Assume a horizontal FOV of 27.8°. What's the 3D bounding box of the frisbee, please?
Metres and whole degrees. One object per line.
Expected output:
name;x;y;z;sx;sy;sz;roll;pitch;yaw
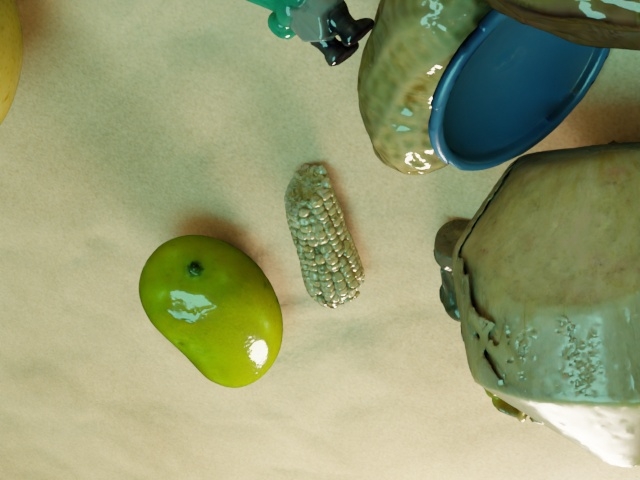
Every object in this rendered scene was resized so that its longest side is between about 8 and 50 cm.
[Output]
frisbee;0.200;-0.175;1.317;0.045;0.242;0.242;47;152;33

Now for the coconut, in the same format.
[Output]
coconut;0.309;0.066;1.375;0.353;0.352;0.352;18;140;16

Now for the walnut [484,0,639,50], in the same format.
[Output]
walnut;0.273;-0.299;1.072;0.344;0.306;0.306;20;140;18

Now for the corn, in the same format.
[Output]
corn;0.000;0.000;1.722;0.087;0.087;0.211;5;135;28

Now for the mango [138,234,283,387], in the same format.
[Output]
mango;-0.146;0.101;1.874;0.185;0.149;0.273;-15;129;32

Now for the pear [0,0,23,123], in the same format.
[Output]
pear;-0.540;-0.238;1.612;0.348;0.348;0.348;18;140;16

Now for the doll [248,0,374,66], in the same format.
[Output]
doll;-0.056;-0.301;1.376;0.195;0.153;0.258;-13;109;39

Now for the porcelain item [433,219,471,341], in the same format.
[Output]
porcelain item;0.191;0.068;1.698;0.081;0.069;0.215;10;142;16

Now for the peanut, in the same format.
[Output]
peanut;0.120;-0.191;1.400;0.153;0.140;0.325;9;141;0

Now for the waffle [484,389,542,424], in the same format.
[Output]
waffle;0.351;0.178;1.690;0.283;0.065;0.309;44;136;-21
